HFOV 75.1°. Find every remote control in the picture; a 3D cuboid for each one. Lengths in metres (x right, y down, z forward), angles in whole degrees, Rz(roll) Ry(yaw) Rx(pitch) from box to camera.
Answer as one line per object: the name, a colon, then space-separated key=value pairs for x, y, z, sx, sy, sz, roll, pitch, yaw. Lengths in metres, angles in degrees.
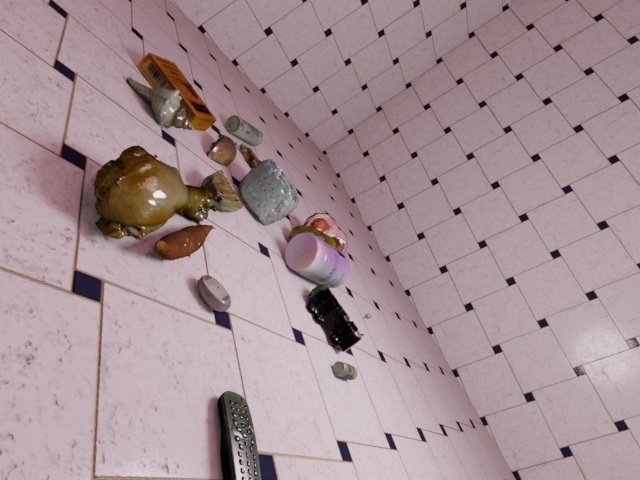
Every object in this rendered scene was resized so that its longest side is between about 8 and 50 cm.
remote control: x=-0.144 y=0.370 z=0.733 sx=0.072 sy=0.042 sz=0.222 roll=41 pitch=18 yaw=-40

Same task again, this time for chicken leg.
chicken leg: x=-0.358 y=-0.101 z=0.968 sx=0.202 sy=0.152 sz=0.429 roll=59 pitch=7 yaw=4

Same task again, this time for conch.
conch: x=-0.494 y=-0.442 z=1.349 sx=0.234 sy=0.114 sz=0.137 roll=52 pitch=0 yaw=16

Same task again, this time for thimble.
thimble: x=-0.188 y=-0.182 z=1.576 sx=0.205 sy=0.171 sz=0.250 roll=40 pitch=18 yaw=-47

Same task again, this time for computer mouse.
computer mouse: x=-0.249 y=0.126 z=0.964 sx=0.096 sy=0.039 sz=0.066 roll=47 pitch=14 yaw=4

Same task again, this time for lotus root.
lotus root: x=-0.321 y=-0.146 z=1.292 sx=0.143 sy=0.070 sz=0.144 roll=61 pitch=11 yaw=2

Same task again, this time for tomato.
tomato: x=0.000 y=0.000 z=1.840 sx=0.199 sy=0.112 sz=0.228 roll=-36 pitch=92 yaw=-33

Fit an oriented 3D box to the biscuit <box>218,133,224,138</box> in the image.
biscuit: x=-0.395 y=-0.415 z=1.762 sx=0.089 sy=0.016 sz=0.046 roll=48 pitch=16 yaw=-20

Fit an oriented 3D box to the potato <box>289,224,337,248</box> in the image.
potato: x=-0.029 y=0.003 z=1.710 sx=0.225 sy=0.090 sz=0.118 roll=13 pitch=65 yaw=-32

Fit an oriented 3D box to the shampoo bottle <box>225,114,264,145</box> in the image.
shampoo bottle: x=-0.348 y=-0.515 z=1.998 sx=0.085 sy=0.085 sz=0.262 roll=58 pitch=15 yaw=15

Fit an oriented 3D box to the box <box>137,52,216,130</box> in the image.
box: x=-0.522 y=-0.539 z=1.536 sx=0.274 sy=0.076 sz=0.174 roll=53 pitch=16 yaw=-2

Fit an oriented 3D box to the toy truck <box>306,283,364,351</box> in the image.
toy truck: x=0.046 y=0.263 z=1.453 sx=0.243 sy=0.101 sz=0.125 roll=54 pitch=3 yaw=11

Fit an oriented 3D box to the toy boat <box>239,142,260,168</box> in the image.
toy boat: x=-0.311 y=-0.368 z=1.854 sx=0.149 sy=0.047 sz=0.049 roll=55 pitch=15 yaw=2

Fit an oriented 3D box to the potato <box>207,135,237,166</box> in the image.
potato: x=-0.356 y=-0.344 z=1.580 sx=0.101 sy=0.089 sz=0.172 roll=51 pitch=13 yaw=-22

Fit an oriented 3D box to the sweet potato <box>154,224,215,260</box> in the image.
sweet potato: x=-0.314 y=0.003 z=0.989 sx=0.072 sy=0.066 sz=0.314 roll=60 pitch=12 yaw=-4

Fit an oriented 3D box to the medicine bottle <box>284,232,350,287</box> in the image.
medicine bottle: x=-0.007 y=0.080 z=1.584 sx=0.254 sy=0.152 sz=0.152 roll=33 pitch=25 yaw=-54

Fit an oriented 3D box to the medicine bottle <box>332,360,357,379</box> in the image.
medicine bottle: x=0.079 y=0.411 z=1.316 sx=0.083 sy=0.047 sz=0.047 roll=36 pitch=23 yaw=-47

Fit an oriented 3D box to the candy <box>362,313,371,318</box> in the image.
candy: x=0.211 y=0.350 z=1.913 sx=0.025 sy=0.023 sz=0.083 roll=14 pitch=3 yaw=27
